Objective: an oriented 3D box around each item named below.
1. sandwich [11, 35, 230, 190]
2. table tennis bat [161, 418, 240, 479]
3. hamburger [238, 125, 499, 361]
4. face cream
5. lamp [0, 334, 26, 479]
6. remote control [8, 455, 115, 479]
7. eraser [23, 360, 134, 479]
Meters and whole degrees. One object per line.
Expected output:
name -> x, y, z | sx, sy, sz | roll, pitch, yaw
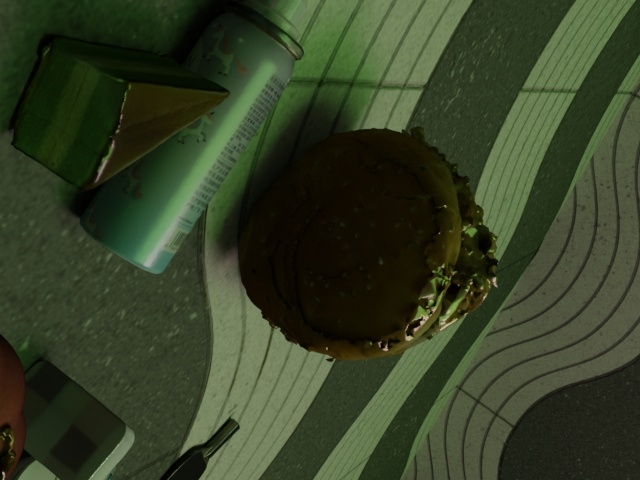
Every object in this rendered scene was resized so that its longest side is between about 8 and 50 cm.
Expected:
sandwich -> -0.127, -0.082, 0.559 | 0.116, 0.074, 0.074 | -12, 131, -62
table tennis bat -> -0.165, 0.296, 1.117 | 0.158, 0.014, 0.095 | -44, 155, -24
hamburger -> 0.060, 0.005, 0.851 | 0.211, 0.260, 0.245 | 14, 90, -63
face cream -> -0.087, -0.088, 0.636 | 0.229, 0.075, 0.075 | -56, 159, 0
lamp -> -0.259, 0.109, 0.487 | 0.182, 0.140, 0.182 | -34, 132, -48
remote control -> -0.252, 0.237, 0.807 | 0.229, 0.044, 0.073 | 75, 36, -73
eraser -> -0.206, 0.148, 0.683 | 0.065, 0.105, 0.026 | -50, 158, -16
